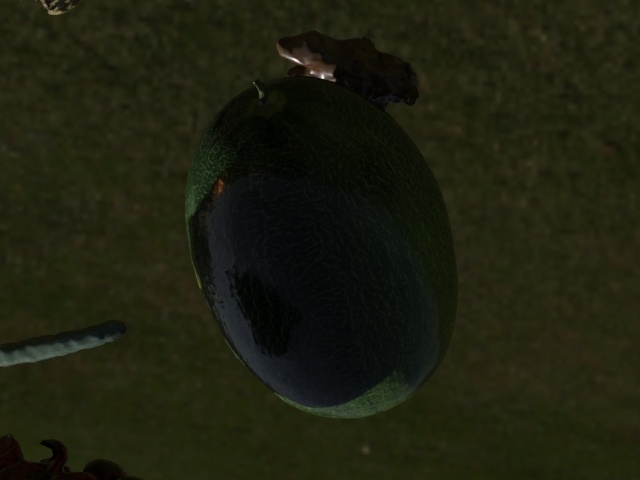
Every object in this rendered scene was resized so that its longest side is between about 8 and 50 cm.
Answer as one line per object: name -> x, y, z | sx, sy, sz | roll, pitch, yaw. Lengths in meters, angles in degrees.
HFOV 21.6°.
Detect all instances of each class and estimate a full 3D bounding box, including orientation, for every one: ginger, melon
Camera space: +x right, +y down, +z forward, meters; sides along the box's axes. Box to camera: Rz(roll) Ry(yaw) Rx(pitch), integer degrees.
ginger -> -0.003, -0.079, 1.319 | 0.122, 0.084, 0.290 | 17, 155, -8
melon -> 0.000, 0.000, 1.161 | 0.182, 0.182, 0.287 | -2, 131, 17

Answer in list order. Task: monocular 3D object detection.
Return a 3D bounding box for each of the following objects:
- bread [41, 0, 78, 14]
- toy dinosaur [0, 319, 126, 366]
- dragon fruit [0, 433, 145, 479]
bread -> -0.100, -0.191, 0.618 | 0.142, 0.178, 0.266 | -30, -177, -7
toy dinosaur -> -0.290, 0.058, 0.765 | 0.383, 0.129, 0.076 | 14, 130, 12
dragon fruit -> -0.172, 0.255, 1.105 | 0.198, 0.218, 0.273 | 49, 171, -30
